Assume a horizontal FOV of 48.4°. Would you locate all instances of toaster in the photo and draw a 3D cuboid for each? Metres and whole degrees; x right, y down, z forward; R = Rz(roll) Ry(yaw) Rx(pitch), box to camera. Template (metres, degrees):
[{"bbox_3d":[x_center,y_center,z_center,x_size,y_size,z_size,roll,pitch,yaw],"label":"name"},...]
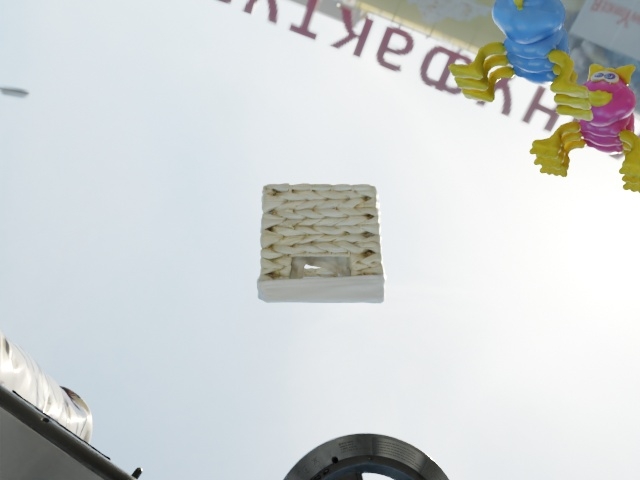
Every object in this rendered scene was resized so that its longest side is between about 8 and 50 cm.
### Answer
[{"bbox_3d":[-0.194,0.178,0.468,0.185,0.168,0.110,32,-118,5],"label":"toaster"}]

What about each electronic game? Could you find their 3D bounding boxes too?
[{"bbox_3d":[0.052,0.337,0.813,0.229,0.229,0.048,23,175,1],"label":"electronic game"}]

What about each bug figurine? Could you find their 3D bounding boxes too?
[{"bbox_3d":[0.231,-0.083,0.438,0.279,0.072,0.216,18,170,27],"label":"bug figurine"}]

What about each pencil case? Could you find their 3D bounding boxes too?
[{"bbox_3d":[-0.428,0.199,0.914,0.160,0.410,0.183,-18,-119,-8],"label":"pencil case"}]

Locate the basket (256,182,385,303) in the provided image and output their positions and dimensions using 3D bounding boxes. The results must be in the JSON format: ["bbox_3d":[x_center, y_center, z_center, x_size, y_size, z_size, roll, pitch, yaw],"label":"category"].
[{"bbox_3d":[0.000,0.000,0.673,0.113,0.103,0.167,0,-178,-1],"label":"basket"}]
